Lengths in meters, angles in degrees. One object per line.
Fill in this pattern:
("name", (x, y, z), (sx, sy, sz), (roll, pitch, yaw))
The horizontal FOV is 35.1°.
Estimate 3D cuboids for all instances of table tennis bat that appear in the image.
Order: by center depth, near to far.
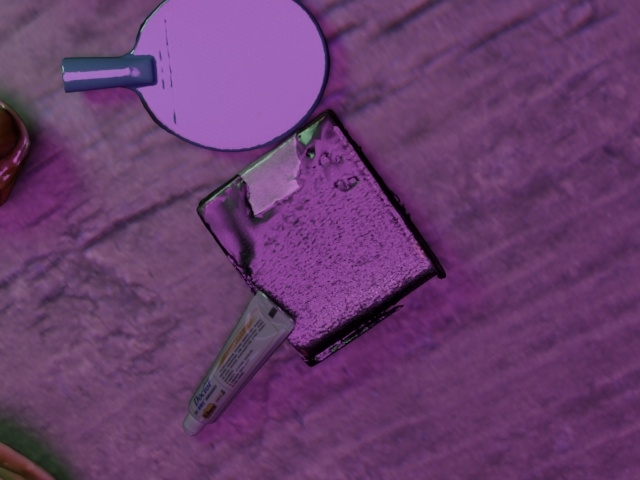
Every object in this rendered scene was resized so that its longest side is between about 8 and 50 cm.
("table tennis bat", (-0.153, -0.214, 1.251), (0.329, 0.044, 0.215), (-3, 105, 1))

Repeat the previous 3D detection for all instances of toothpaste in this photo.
("toothpaste", (-0.115, 0.170, 1.315), (0.067, 0.037, 0.255), (42, 121, 13))

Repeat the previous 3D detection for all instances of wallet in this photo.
("wallet", (0.000, 0.000, 1.286), (0.221, 0.071, 0.262), (-35, 94, 10))

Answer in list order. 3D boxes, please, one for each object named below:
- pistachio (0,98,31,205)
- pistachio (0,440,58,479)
("pistachio", (-0.457, -0.104, 1.245), (0.210, 0.130, 0.165), (-12, 106, 14))
("pistachio", (-0.459, 0.362, 1.327), (0.318, 0.193, 0.214), (36, 116, -16))
